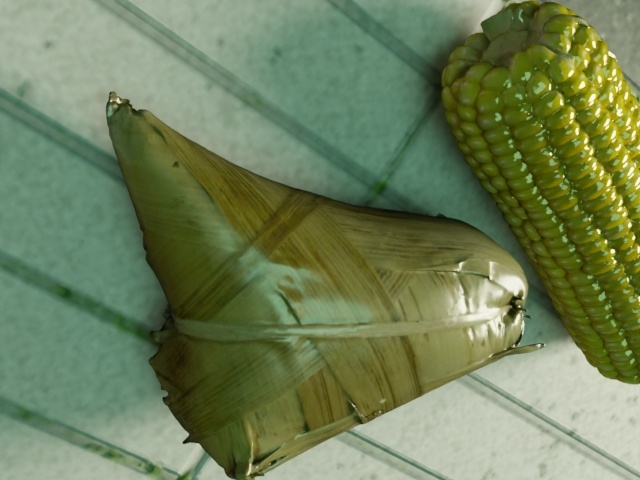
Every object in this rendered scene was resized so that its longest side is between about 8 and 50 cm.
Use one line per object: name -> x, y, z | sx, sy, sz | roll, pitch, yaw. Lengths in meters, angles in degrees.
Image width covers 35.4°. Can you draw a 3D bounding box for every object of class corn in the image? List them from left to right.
corn -> 0.151, -0.018, 0.561 | 0.093, 0.093, 0.244 | -40, 119, -6

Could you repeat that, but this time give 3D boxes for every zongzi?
zongzi -> 0.000, 0.000, 0.504 | 0.194, 0.099, 0.197 | -19, 107, -17
